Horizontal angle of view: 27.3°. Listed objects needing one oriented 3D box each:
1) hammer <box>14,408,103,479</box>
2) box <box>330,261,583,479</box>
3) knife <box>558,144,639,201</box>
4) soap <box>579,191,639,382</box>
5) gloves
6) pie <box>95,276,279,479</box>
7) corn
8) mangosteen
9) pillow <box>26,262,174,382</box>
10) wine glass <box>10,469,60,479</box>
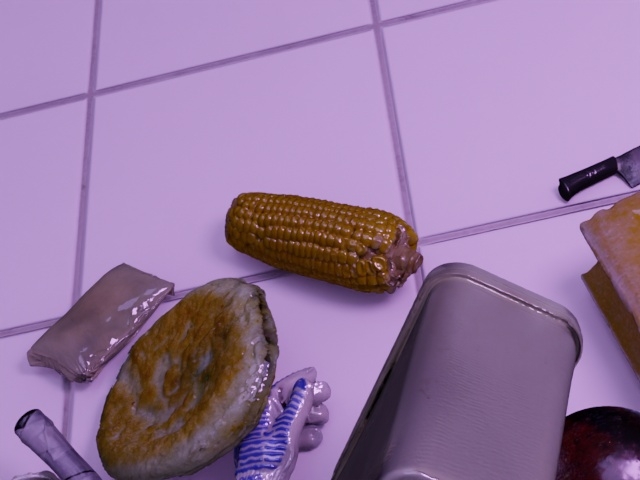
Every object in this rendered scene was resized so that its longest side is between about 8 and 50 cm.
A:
[{"bbox_3d":[-0.216,0.340,1.556,0.152,0.044,0.427,-40,63,-15],"label":"hammer"},{"bbox_3d":[0.108,0.259,1.295,0.177,0.351,0.344,24,31,0],"label":"box"},{"bbox_3d":[0.438,-0.105,1.824,0.230,0.028,0.060,-26,58,-10],"label":"knife"},{"bbox_3d":[0.497,0.072,1.550,0.294,0.156,0.335,-16,47,-2],"label":"soap"},{"bbox_3d":[-0.053,0.249,1.599,0.097,0.119,0.229,33,56,-3],"label":"gloves"},{"bbox_3d":[-0.166,0.181,1.673,0.323,0.070,0.323,-33,32,24],"label":"pie"},{"bbox_3d":[0.000,0.000,1.806,0.322,0.119,0.119,10,53,31],"label":"corn"},{"bbox_3d":[0.304,0.282,1.384,0.216,0.216,0.216,-9,47,10],"label":"mangosteen"},{"bbox_3d":[-0.307,0.114,1.845,0.119,0.053,0.208,23,56,31],"label":"pillow"},{"bbox_3d":[-0.340,0.371,1.580,0.122,0.122,0.183,-22,44,-2],"label":"wine glass"}]
